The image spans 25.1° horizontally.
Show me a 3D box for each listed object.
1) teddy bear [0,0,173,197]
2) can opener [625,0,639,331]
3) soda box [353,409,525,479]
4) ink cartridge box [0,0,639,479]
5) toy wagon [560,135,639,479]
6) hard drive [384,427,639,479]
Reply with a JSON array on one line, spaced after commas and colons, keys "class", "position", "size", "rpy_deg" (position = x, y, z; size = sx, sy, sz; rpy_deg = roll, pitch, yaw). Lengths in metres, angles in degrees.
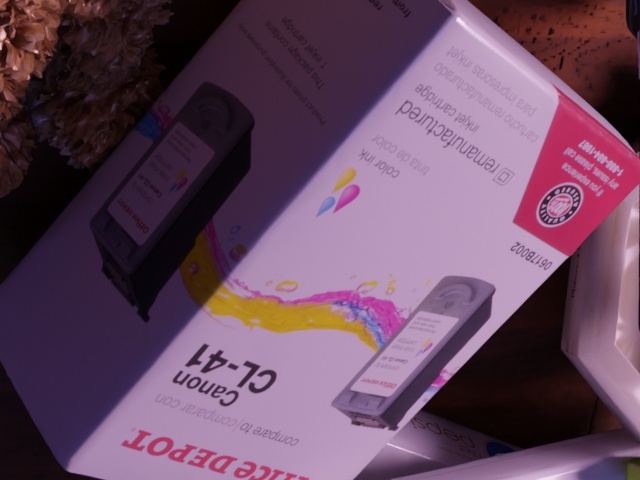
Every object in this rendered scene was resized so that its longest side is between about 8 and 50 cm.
[{"class": "teddy bear", "position": [-0.131, -0.160, 0.680], "size": [0.245, 0.113, 0.338], "rpy_deg": [-2, 122, -41]}, {"class": "can opener", "position": [0.220, -0.077, 0.847], "size": [0.076, 0.095, 0.283], "rpy_deg": [-2, 106, 4]}, {"class": "soda box", "position": [0.090, 0.174, 1.003], "size": [0.216, 0.069, 0.074], "rpy_deg": [23, 110, -29]}, {"class": "ink cartridge box", "position": [0.000, 0.000, 0.803], "size": [0.306, 0.131, 0.226], "rpy_deg": [-50, 140, 12]}, {"class": "toy wagon", "position": [0.332, 0.040, 0.926], "size": [0.344, 0.068, 0.267], "rpy_deg": [6, 93, -6]}, {"class": "hard drive", "position": [0.123, 0.251, 0.949], "size": [0.353, 0.047, 0.233], "rpy_deg": [-6, 110, -34]}]
